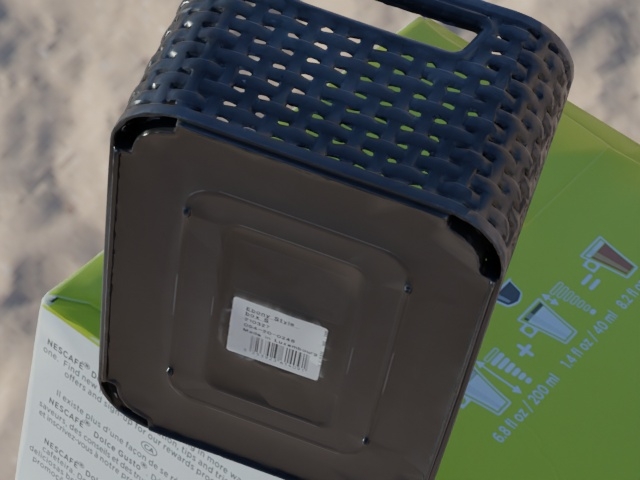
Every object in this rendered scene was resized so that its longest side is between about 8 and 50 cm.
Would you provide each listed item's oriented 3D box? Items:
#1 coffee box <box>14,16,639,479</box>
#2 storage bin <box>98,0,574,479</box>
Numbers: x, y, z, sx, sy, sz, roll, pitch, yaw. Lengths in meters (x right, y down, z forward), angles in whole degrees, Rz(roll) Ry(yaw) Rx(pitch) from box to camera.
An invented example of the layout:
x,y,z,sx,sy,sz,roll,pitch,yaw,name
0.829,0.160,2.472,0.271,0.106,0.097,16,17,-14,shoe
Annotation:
x,y,z,sx,sy,sz,roll,pitch,yaw,name
0.064,0.143,1.090,0.338,0.334,0.337,34,47,18,coffee box
0.000,0.000,0.646,0.122,0.180,0.084,19,54,5,storage bin
